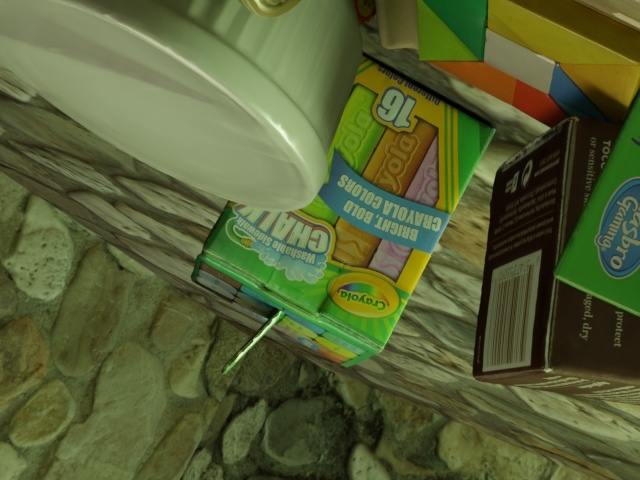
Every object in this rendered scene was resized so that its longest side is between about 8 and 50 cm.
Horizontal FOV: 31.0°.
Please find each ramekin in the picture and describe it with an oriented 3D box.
[{"bbox_3d":[-0.094,-0.142,0.801,0.272,0.127,0.273,26,166,7],"label":"ramekin"}]

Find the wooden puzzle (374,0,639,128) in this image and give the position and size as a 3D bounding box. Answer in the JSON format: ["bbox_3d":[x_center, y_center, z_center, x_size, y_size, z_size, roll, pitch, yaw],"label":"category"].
[{"bbox_3d":[0.141,-0.130,0.767,0.238,0.044,0.221,25,168,13],"label":"wooden puzzle"}]

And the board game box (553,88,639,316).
[{"bbox_3d":[0.280,-0.031,0.414,0.316,0.242,0.064,25,-158,11],"label":"board game box"}]

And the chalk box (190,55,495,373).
[{"bbox_3d":[0.000,0.000,1.039,0.179,0.289,0.180,28,169,-3],"label":"chalk box"}]

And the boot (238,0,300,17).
[{"bbox_3d":[-0.090,-0.232,0.649,0.165,0.077,0.213,17,138,42],"label":"boot"}]

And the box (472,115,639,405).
[{"bbox_3d":[0.230,0.028,0.805,0.203,0.167,0.168,9,170,-8],"label":"box"}]

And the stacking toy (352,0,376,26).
[{"bbox_3d":[-0.065,-0.233,0.793,0.167,0.052,0.221,19,164,29],"label":"stacking toy"}]
